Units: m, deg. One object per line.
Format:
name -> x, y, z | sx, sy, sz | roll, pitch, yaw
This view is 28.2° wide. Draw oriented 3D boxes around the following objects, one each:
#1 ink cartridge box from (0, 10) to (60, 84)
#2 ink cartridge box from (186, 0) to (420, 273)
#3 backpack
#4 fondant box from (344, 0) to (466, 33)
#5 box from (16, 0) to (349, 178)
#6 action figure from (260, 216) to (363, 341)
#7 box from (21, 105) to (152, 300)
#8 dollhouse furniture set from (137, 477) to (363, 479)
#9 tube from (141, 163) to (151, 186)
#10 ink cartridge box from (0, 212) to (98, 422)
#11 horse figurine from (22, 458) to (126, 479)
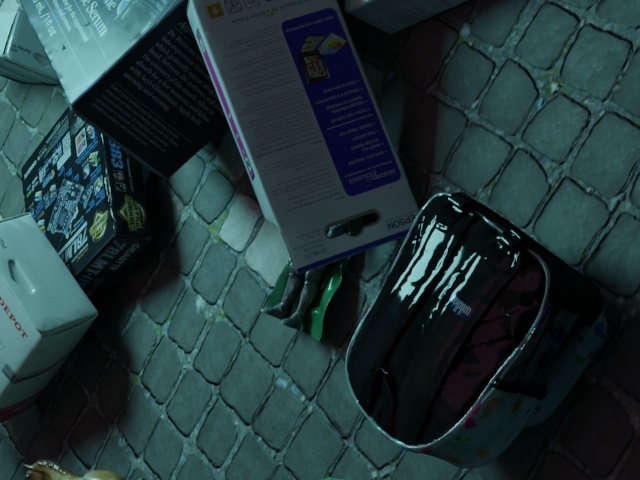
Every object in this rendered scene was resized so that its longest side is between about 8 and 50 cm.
ink cartridge box -> -0.531, -0.336, 2.229 | 0.208, 0.153, 0.086 | 10, 83, 46
ink cartridge box -> -0.020, -0.152, 1.568 | 0.069, 0.176, 0.370 | 126, 124, -73
backpack -> 0.155, 0.105, 1.333 | 0.253, 0.191, 0.225 | -56, 42, 6
fondant box -> 0.177, -0.424, 1.565 | 0.330, 0.096, 0.238 | -18, 64, 42
box -> -0.181, -0.340, 1.759 | 0.395, 0.212, 0.293 | -41, 48, 9
action figure -> 0.000, 0.000, 1.633 | 0.137, 0.063, 0.232 | 24, 91, 51
box -> -0.376, -0.060, 2.001 | 0.295, 0.073, 0.293 | -42, 52, 43
dollhouse furniture set -> -0.115, 0.355, 1.510 | 0.302, 0.151, 0.197 | -19, 40, 40
tube -> -0.283, -0.125, 1.979 | 0.080, 0.052, 0.207 | 38, 109, 56
ink cartridge box -> -0.485, 0.125, 1.954 | 0.207, 0.117, 0.283 | 53, 132, 13
horse figurine -> -0.336, 0.394, 1.840 | 0.263, 0.066, 0.174 | -18, 70, 44
